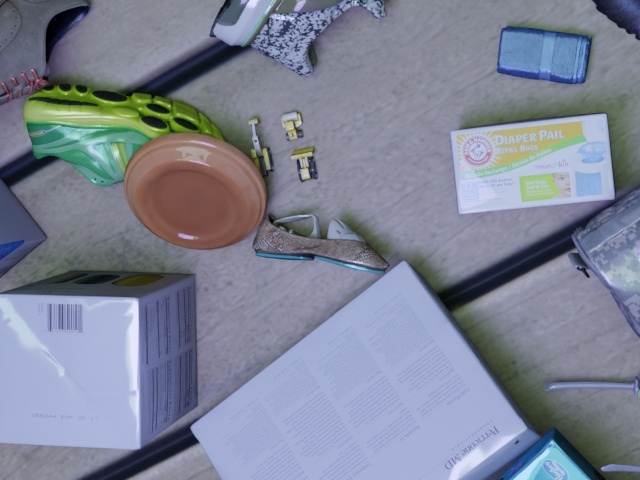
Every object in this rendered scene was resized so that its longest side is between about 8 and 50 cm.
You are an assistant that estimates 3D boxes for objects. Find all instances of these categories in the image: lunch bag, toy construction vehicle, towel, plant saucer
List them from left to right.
[{"bbox_3d":[-0.173,-0.058,1.872,0.199,0.037,0.200,5,131,5],"label":"plant saucer"},{"bbox_3d":[-0.054,-0.125,1.897,0.085,0.035,0.098,-8,94,12],"label":"toy construction vehicle"},{"bbox_3d":[0.295,-0.245,1.817,0.119,0.029,0.067,9,97,10],"label":"towel"},{"bbox_3d":[0.482,0.000,1.666,0.305,0.213,0.256,-36,128,14],"label":"lunch bag"}]

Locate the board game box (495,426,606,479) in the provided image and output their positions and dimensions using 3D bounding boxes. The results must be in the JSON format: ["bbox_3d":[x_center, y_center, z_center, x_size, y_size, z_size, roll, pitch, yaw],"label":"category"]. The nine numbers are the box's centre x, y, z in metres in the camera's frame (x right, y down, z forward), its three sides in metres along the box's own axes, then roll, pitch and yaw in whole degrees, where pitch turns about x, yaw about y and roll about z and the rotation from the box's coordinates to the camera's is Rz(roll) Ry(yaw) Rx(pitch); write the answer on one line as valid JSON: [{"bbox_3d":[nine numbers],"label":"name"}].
[{"bbox_3d":[0.262,0.444,1.745,0.336,0.079,0.254,-45,86,12],"label":"board game box"}]

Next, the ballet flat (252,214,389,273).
[{"bbox_3d":[0.000,0.000,1.865,0.206,0.073,0.067,8,88,25],"label":"ballet flat"}]

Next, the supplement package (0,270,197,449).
[{"bbox_3d":[-0.296,0.153,1.858,0.199,0.262,0.198,1,95,11],"label":"supplement package"}]

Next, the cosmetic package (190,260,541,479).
[{"bbox_3d":[0.054,0.255,1.816,0.377,0.097,0.284,-38,62,7],"label":"cosmetic package"}]

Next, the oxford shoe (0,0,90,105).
[{"bbox_3d":[-0.437,-0.233,1.857,0.130,0.123,0.348,28,68,2],"label":"oxford shoe"}]

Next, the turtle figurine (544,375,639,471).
[{"bbox_3d":[0.476,0.230,1.744,0.266,0.198,0.275,-41,92,7],"label":"turtle figurine"}]

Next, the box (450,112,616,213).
[{"bbox_3d":[0.277,-0.102,1.797,0.203,0.103,0.114,-6,95,12],"label":"box"}]

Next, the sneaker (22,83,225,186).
[{"bbox_3d":[-0.268,-0.136,1.920,0.295,0.109,0.124,13,126,6],"label":"sneaker"}]

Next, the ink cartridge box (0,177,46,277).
[{"bbox_3d":[-0.550,0.009,1.942,0.232,0.171,0.168,-39,87,12],"label":"ink cartridge box"}]

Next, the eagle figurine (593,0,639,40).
[{"bbox_3d":[0.489,-0.326,1.684,0.226,0.298,0.225,-22,131,-10],"label":"eagle figurine"}]

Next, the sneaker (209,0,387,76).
[{"bbox_3d":[0.036,-0.379,1.803,0.182,0.158,0.410,36,119,-16],"label":"sneaker"}]
